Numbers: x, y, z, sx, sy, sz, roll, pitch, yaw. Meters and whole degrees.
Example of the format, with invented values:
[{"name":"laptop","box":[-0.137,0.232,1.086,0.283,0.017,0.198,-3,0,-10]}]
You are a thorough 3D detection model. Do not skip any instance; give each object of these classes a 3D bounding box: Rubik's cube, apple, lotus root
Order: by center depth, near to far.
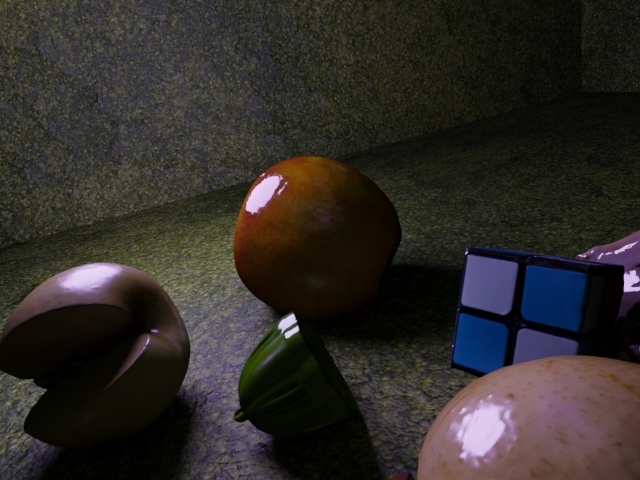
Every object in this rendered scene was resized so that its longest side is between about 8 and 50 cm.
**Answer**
[{"name":"Rubik's cube","box":[0.308,0.108,0.662,0.167,0.183,0.180,9,5,44]},{"name":"lotus root","box":[-0.058,0.224,0.703,0.186,0.186,0.186,-11,21,4]},{"name":"apple","box":[-0.367,0.187,0.770,0.254,0.291,0.292,-32,17,15]},{"name":"apple","box":[0.000,0.000,1.038,0.375,0.373,0.384,-13,-18,-1]}]

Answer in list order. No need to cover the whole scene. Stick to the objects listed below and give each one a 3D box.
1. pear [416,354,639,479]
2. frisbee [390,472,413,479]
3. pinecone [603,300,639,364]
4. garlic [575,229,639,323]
[{"name":"pear","box":[0.218,0.231,0.324,0.310,0.308,0.309,-11,21,4]},{"name":"frisbee","box":[0.018,0.295,0.341,0.021,0.250,0.251,19,31,17]},{"name":"pinecone","box":[0.448,0.158,0.546,0.205,0.184,0.179,14,1,-16]},{"name":"garlic","box":[0.625,0.065,0.733,0.341,0.231,0.245,-3,-27,-20]}]
